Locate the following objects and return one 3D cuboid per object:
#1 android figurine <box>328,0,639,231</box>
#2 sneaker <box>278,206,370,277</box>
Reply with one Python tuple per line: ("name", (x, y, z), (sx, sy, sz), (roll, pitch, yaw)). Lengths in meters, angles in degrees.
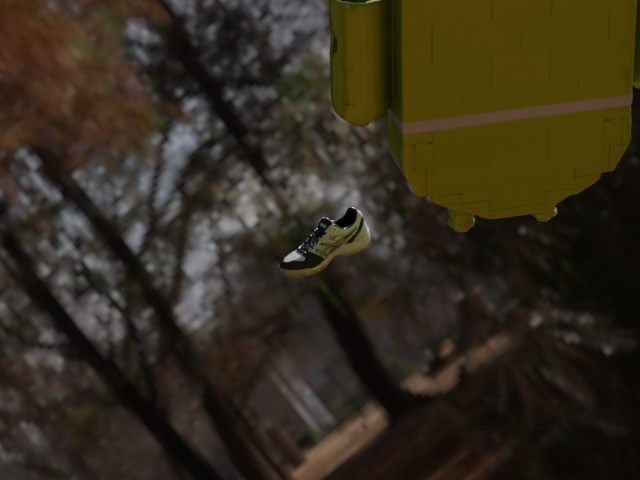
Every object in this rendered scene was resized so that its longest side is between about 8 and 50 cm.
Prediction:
("android figurine", (0.128, -0.128, 1.233), (0.248, 0.273, 0.056), (-10, 30, -10))
("sneaker", (0.000, 0.000, 1.448), (0.083, 0.037, 0.032), (-27, 33, -23))
